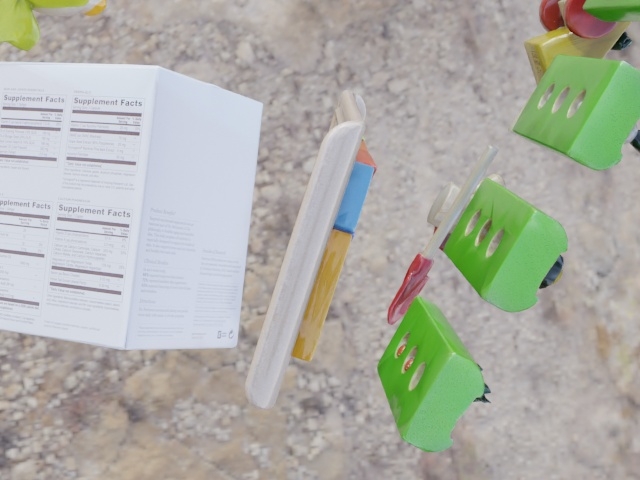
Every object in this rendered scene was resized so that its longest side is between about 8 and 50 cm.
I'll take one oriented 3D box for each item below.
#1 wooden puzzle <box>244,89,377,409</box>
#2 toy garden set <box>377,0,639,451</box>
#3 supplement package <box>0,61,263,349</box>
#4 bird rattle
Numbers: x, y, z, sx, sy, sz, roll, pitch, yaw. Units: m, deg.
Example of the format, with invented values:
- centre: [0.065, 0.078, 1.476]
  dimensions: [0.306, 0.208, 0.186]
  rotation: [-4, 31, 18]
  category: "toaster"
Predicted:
- centre: [0.000, 0.000, 0.938]
  dimensions: [0.239, 0.044, 0.221]
  rotation: [-74, -178, -77]
  category: "wooden puzzle"
- centre: [0.108, -0.030, 0.578]
  dimensions: [0.049, 0.204, 0.244]
  rotation: [28, 97, -8]
  category: "toy garden set"
- centre: [-0.202, -0.032, 1.207]
  dimensions: [0.199, 0.198, 0.263]
  rotation: [9, 87, -63]
  category: "supplement package"
- centre: [-0.334, -0.332, 1.317]
  dimensions: [0.207, 0.143, 0.254]
  rotation: [0, 62, -57]
  category: "bird rattle"
